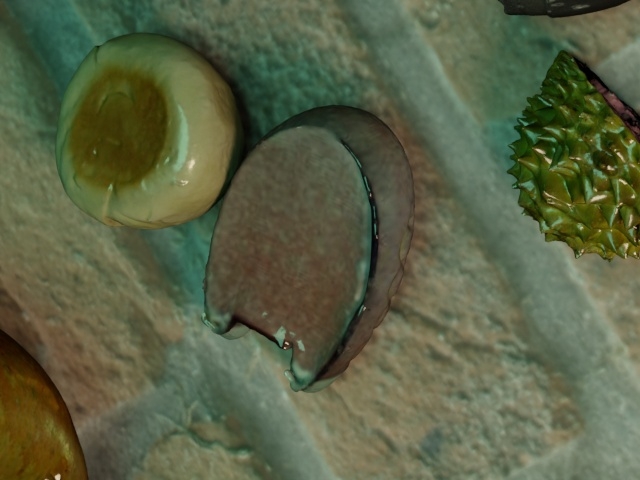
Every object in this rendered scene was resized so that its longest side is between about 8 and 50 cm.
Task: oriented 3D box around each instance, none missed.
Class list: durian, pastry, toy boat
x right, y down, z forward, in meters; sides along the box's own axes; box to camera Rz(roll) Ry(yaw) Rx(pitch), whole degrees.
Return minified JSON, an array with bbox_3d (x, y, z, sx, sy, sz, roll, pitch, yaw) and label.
[{"bbox_3d":[0.189,-0.035,1.163,0.186,0.119,0.108,47,108,9],"label":"durian"},{"bbox_3d":[-0.133,-0.083,1.310,0.156,0.092,0.156,1,91,25],"label":"pastry"},{"bbox_3d":[0.000,0.000,1.284,0.155,0.085,0.227,34,121,25],"label":"toy boat"}]

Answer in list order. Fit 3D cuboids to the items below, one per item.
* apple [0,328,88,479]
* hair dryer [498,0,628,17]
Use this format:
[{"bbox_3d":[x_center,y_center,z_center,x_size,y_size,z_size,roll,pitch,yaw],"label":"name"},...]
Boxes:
[{"bbox_3d":[-0.375,0.225,1.320,0.374,0.374,0.383,0,91,24],"label":"apple"},{"bbox_3d":[0.196,-0.302,1.149,0.236,0.091,0.271,-20,85,15],"label":"hair dryer"}]
